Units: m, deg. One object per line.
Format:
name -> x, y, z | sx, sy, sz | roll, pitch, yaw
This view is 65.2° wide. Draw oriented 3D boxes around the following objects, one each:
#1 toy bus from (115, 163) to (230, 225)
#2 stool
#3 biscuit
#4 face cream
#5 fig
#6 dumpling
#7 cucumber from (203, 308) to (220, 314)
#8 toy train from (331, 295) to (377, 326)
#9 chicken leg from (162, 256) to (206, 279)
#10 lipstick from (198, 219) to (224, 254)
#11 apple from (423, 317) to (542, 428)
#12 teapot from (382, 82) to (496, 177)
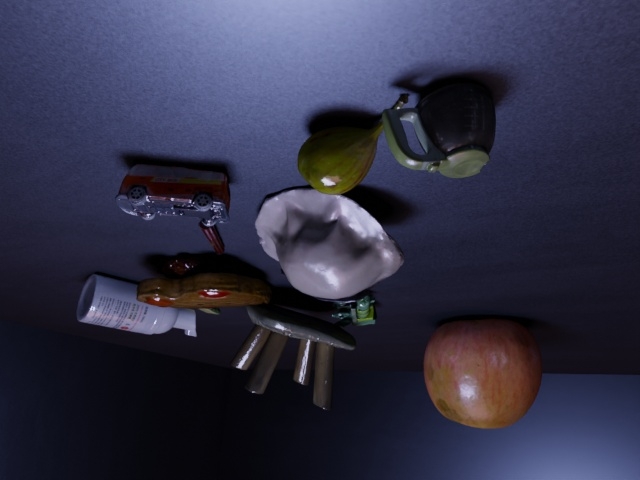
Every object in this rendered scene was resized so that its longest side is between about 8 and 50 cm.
toy bus -> -0.230, -0.075, 0.799 | 0.175, 0.077, 0.079 | 6, 159, -1
stool -> -0.093, 0.330, 1.507 | 0.311, 0.226, 0.310 | 21, 177, -20
biscuit -> -0.296, 0.140, 1.323 | 0.359, 0.074, 0.381 | -1, 171, -15
face cream -> -0.540, 0.216, 1.555 | 0.370, 0.145, 0.146 | 21, 154, -38
fig -> 0.046, -0.109, 0.632 | 0.166, 0.093, 0.093 | -11, 154, 37
dumpling -> -0.002, 0.018, 0.888 | 0.293, 0.163, 0.204 | 8, 167, 26
cucumber -> -0.384, 0.212, 1.658 | 0.067, 0.035, 0.107 | 5, 157, 33
toy train -> 0.096, 0.193, 1.445 | 0.132, 0.083, 0.200 | -7, 158, 2
chicken leg -> -0.357, 0.078, 1.276 | 0.090, 0.048, 0.219 | 23, 153, -32
lipstick -> -0.226, -0.004, 1.063 | 0.027, 0.027, 0.176 | 5, 160, 1
apple -> 0.509, 0.420, 1.590 | 0.365, 0.363, 0.364 | 4, 159, 2
teapot -> 0.142, -0.114, 0.574 | 0.124, 0.090, 0.092 | -12, 154, 15
